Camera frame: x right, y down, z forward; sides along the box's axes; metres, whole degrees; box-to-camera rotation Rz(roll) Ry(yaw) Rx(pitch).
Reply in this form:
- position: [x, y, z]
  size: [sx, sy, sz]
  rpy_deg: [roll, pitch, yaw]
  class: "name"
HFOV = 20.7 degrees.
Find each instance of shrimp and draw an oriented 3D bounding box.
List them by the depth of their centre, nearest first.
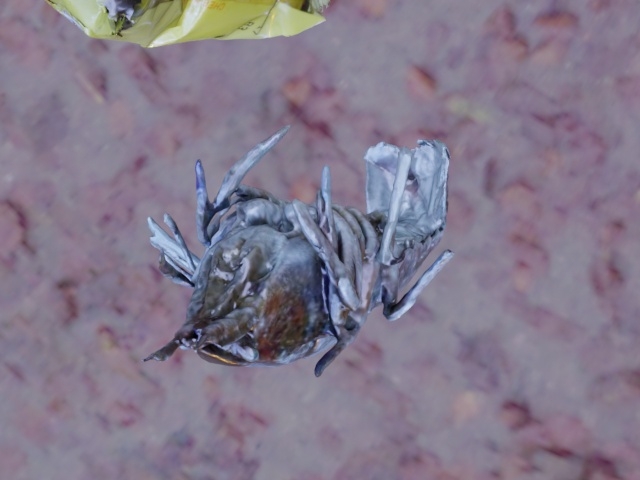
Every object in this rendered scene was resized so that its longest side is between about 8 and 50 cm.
- position: [-0.001, 0.004, 1.261]
  size: [0.221, 0.410, 0.166]
  rpy_deg: [1, 92, 26]
  class: "shrimp"

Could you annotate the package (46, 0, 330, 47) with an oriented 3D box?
- position: [-0.097, -0.162, 0.932]
  size: [0.168, 0.226, 0.090]
  rpy_deg: [41, 115, 20]
  class: "package"
